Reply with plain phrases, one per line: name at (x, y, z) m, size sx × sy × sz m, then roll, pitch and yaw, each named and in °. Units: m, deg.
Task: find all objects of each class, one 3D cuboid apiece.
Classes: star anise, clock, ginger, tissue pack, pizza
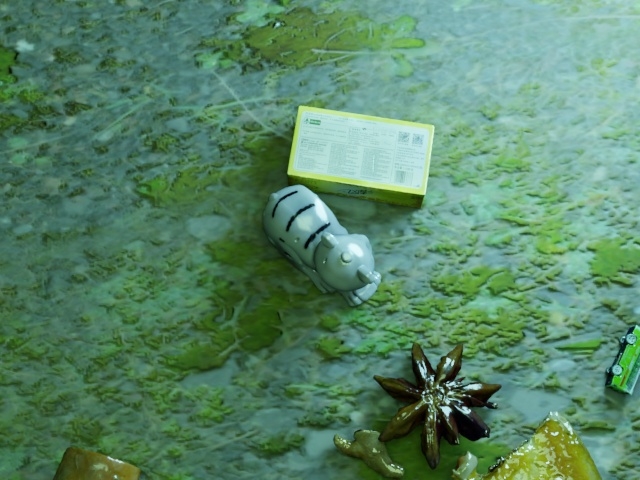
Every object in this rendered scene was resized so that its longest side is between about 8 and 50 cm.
star anise at (0.138, 0.196, 1.695) m, size 0.167 × 0.057 × 0.168 m, roll 3°, pitch 60°, yaw -5°
clock at (0.000, 0.000, 1.716) m, size 0.176 × 0.117 × 0.080 m, roll 43°, pitch 80°, yaw 9°
ginger at (0.064, 0.253, 1.703) m, size 0.097 × 0.030 × 0.048 m, roll 27°, pitch 105°, yaw 8°
tissue pack at (0.050, -0.105, 1.769) m, size 0.176 × 0.062 × 0.095 m, roll 8°, pitch 75°, yaw 2°
pizza at (0.210, 0.340, 1.650) m, size 0.297 × 0.071 × 0.189 m, roll -31°, pitch 80°, yaw -20°

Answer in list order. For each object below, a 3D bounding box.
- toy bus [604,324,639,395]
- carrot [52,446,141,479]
toy bus at (0.382, 0.148, 1.730) m, size 0.037 × 0.031 × 0.083 m, roll 27°, pitch 78°, yaw -2°
carrot at (-0.309, 0.391, 1.617) m, size 0.138 × 0.139 × 0.302 m, roll 19°, pitch 77°, yaw 4°
